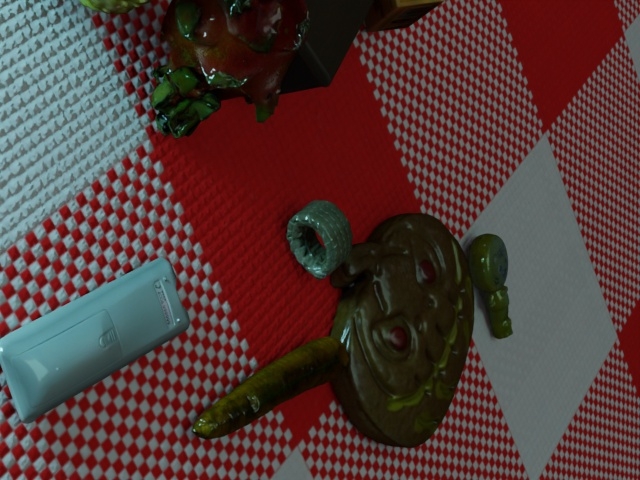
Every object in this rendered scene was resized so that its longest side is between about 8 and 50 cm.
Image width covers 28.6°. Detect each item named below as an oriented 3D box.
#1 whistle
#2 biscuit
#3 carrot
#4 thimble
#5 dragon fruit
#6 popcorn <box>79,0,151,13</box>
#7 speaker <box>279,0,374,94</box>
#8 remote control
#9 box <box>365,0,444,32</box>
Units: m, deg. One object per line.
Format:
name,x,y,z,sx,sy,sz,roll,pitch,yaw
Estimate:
whistle,0.306,0.083,2.247,0.104,0.057,0.198,-42,125,-53
biscuit,0.137,0.128,1.998,0.350,0.070,0.394,47,51,-38
carrot,-0.072,0.207,1.731,0.314,0.066,0.066,-25,104,-48
thimble,0.000,0.000,1.830,0.062,0.084,0.110,-39,128,-46
dragon fruit,-0.127,-0.237,1.558,0.198,0.269,0.200,44,9,11
popcorn,-0.251,-0.401,1.434,0.282,0.282,0.247,42,56,-41
speaker,-0.043,-0.337,1.769,0.192,0.153,0.231,54,46,-34
remote control,-0.261,0.114,1.501,0.293,0.051,0.103,-31,109,-51
box,0.114,-0.424,1.915,0.274,0.076,0.174,-168,-109,-83
